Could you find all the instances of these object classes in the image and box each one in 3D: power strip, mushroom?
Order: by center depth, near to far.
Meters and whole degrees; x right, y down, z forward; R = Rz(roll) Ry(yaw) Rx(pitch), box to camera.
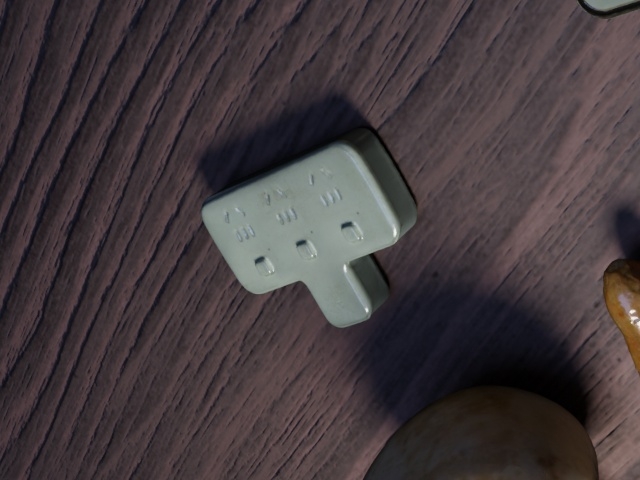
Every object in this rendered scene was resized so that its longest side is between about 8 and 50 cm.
[{"bbox_3d":[0.184,0.311,1.488,0.290,0.297,0.297,37,142,-20],"label":"mushroom"},{"bbox_3d":[0.000,0.000,1.575,0.265,0.059,0.193,-21,103,46],"label":"power strip"}]

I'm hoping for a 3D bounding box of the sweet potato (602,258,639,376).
[{"bbox_3d":[0.362,0.170,1.352,0.354,0.095,0.106,52,143,1],"label":"sweet potato"}]

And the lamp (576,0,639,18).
[{"bbox_3d":[0.271,-0.323,1.119,0.266,0.047,0.269,-11,110,45],"label":"lamp"}]
